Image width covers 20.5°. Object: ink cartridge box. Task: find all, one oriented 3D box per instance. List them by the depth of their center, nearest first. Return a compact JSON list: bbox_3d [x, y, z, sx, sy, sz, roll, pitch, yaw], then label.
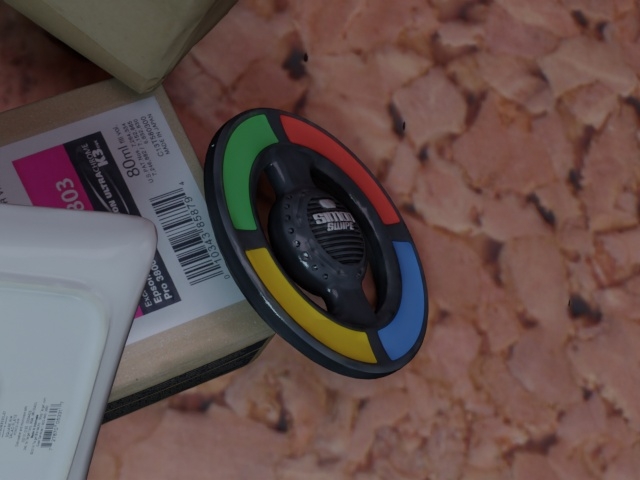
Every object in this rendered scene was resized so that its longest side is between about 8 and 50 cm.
[{"bbox_3d":[-0.169,0.010,1.317,0.193,0.088,0.234,-22,77,-25],"label":"ink cartridge box"}]

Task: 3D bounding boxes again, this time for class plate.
[{"bbox_3d":[-0.248,0.106,1.112,0.278,0.045,0.277,6,109,-35],"label":"plate"}]

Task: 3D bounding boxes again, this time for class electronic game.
[{"bbox_3d":[0.000,0.000,1.344,0.229,0.048,0.229,33,39,-31],"label":"electronic game"}]

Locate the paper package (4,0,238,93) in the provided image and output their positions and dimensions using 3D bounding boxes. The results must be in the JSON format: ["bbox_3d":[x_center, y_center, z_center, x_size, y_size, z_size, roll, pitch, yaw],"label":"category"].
[{"bbox_3d":[-0.168,-0.313,1.355,0.325,0.168,0.309,36,42,-1],"label":"paper package"}]
